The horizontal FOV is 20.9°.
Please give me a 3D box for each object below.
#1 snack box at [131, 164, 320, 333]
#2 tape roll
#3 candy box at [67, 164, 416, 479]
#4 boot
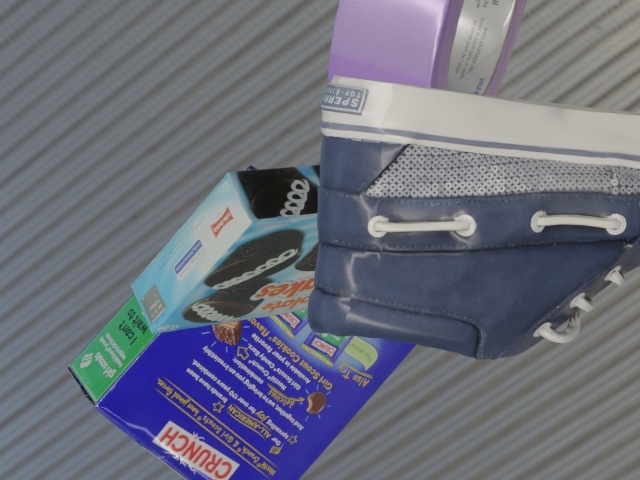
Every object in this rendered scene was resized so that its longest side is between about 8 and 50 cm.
[{"bbox_3d":[0.000,0.000,1.647,0.187,0.322,0.060,-47,62,41],"label":"snack box"},{"bbox_3d":[0.099,-0.196,1.467,0.090,0.275,0.274,19,102,16],"label":"tape roll"},{"bbox_3d":[-0.079,0.123,1.981,0.317,0.122,0.268,-49,119,-2],"label":"candy box"},{"bbox_3d":[0.085,-0.003,0.591,0.190,0.069,0.086,6,96,-18],"label":"boot"}]
